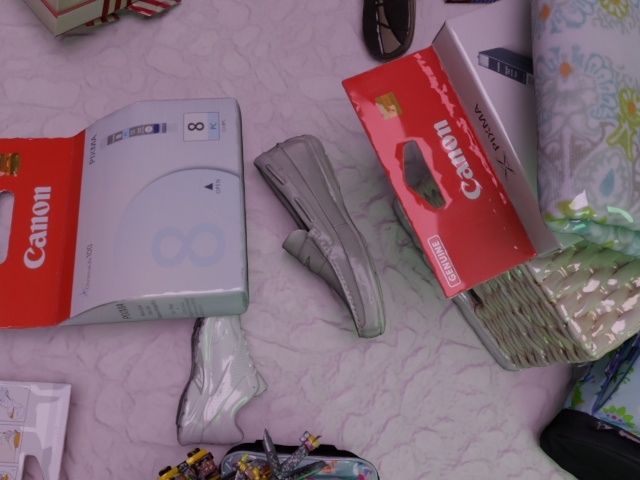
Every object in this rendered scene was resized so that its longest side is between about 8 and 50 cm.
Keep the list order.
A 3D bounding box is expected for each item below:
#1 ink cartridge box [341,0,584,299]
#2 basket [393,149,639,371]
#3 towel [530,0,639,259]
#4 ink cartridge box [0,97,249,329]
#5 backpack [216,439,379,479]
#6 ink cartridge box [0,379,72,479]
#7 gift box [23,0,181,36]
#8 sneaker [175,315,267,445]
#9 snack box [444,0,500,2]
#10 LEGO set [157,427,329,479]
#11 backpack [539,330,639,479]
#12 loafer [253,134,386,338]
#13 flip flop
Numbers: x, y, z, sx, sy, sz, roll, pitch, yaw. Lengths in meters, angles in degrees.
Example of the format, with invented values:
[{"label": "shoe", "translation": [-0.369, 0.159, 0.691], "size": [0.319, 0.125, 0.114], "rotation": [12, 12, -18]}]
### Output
[{"label": "ink cartridge box", "translation": [0.205, -0.117, 0.812], "size": [0.261, 0.066, 0.297], "rotation": [-24, 83, -13]}, {"label": "basket", "translation": [0.338, -0.033, 0.983], "size": [0.331, 0.266, 0.328], "rotation": [-33, 85, -12]}, {"label": "towel", "translation": [0.390, -0.126, 0.776], "size": [0.374, 0.090, 0.321], "rotation": [15, 63, -24]}, {"label": "ink cartridge box", "translation": [-0.294, -0.044, 0.942], "size": [0.384, 0.091, 0.308], "rotation": [-3, 63, -6]}, {"label": "backpack", "translation": [-0.033, 0.398, 0.881], "size": [0.225, 0.191, 0.254], "rotation": [6, 82, -8]}, {"label": "ink cartridge box", "translation": [-0.456, 0.311, 0.897], "size": [0.238, 0.060, 0.275], "rotation": [5, 76, -8]}, {"label": "gift box", "translation": [-0.328, -0.468, 0.993], "size": [0.276, 0.258, 0.255], "rotation": [-33, 82, -33]}, {"label": "sneaker", "translation": [-0.127, 0.172, 0.971], "size": [0.115, 0.090, 0.232], "rotation": [13, 82, -15]}, {"label": "snack box", "translation": [0.296, -0.439, 1.189], "size": [0.178, 0.022, 0.064], "rotation": [-3, 79, -9]}, {"label": "LEGO set", "translation": [-0.067, 0.369, 0.670], "size": [0.254, 0.192, 0.332], "rotation": [-20, 83, -20]}, {"label": "backpack", "translation": [0.529, 0.203, 0.981], "size": [0.290, 0.273, 0.355], "rotation": [33, 61, 19]}, {"label": "loafer", "translation": [0.000, 0.000, 1.011], "size": [0.111, 0.112, 0.320], "rotation": [-22, 74, -7]}, {"label": "flip flop", "translation": [0.130, -0.428, 1.133], "size": [0.112, 0.080, 0.277], "rotation": [4, 90, 31]}]
